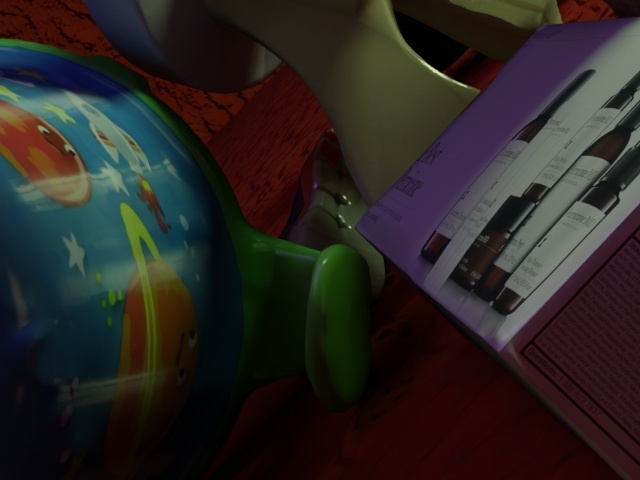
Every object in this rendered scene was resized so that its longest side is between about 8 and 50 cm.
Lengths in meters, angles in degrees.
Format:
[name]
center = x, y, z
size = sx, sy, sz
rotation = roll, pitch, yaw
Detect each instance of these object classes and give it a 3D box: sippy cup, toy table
[sippy cup]
center = -0.153, 0.032, 0.627
size = 0.305, 0.240, 0.224
rotation = -36, -4, 7
[toy table]
center = 0.014, -0.135, 0.717
size = 0.274, 0.161, 0.252
rotation = -5, -69, -73

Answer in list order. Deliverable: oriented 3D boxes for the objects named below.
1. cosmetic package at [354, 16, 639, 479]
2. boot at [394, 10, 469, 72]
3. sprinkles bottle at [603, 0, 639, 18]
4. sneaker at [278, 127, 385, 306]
[cosmetic package]
center = 0.073, -0.009, 0.444
size = 0.099, 0.060, 0.239
rotation = -45, 8, 0
[boot]
center = 0.104, -0.240, 1.045
size = 0.263, 0.091, 0.229
rotation = -37, 32, 38
[sprinkles bottle]
center = 0.037, -0.193, 0.481
size = 0.121, 0.355, 0.121
rotation = -45, 8, 8
[sneaker]
center = 0.000, 0.000, 0.782
size = 0.065, 0.061, 0.158
rotation = -49, 5, 29
